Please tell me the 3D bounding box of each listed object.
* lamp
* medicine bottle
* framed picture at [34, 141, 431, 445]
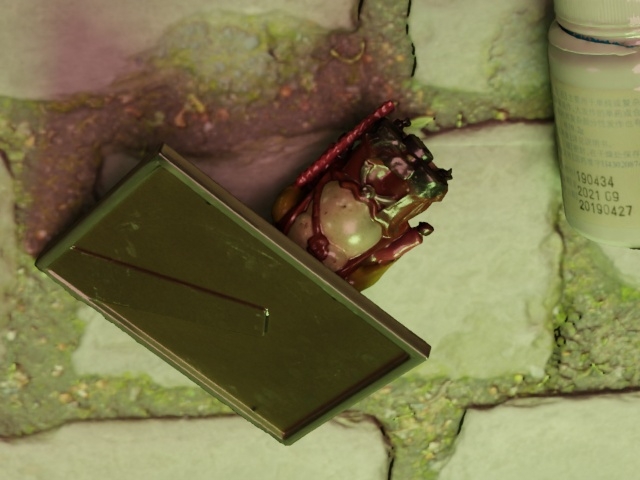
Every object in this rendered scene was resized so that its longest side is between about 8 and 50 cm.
[{"bbox_3d":[0.000,0.000,1.532,0.253,0.118,0.118,-40,117,12],"label":"lamp"},{"bbox_3d":[0.269,-0.134,1.521,0.143,0.143,0.258,-13,118,-8],"label":"medicine bottle"},{"bbox_3d":[-0.078,0.056,1.506,0.289,0.016,0.213,37,135,-16],"label":"framed picture"}]
